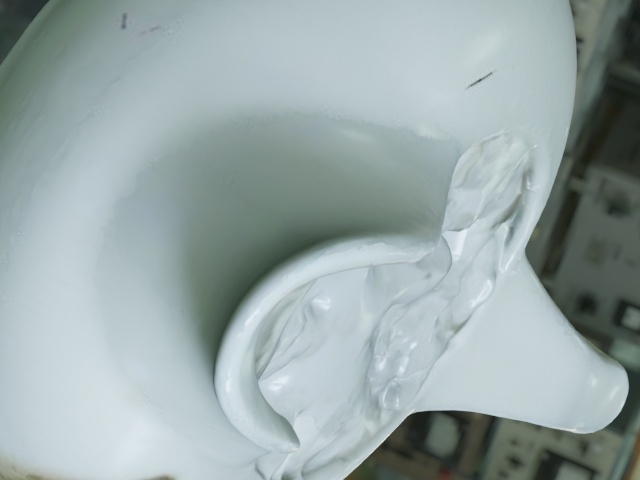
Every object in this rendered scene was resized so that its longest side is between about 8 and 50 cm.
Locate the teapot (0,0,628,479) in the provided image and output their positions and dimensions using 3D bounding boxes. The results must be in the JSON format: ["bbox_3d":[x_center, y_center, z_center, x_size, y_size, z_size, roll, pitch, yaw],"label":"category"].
[{"bbox_3d":[0.000,0.000,0.480,0.204,0.139,0.298,-60,159,10],"label":"teapot"}]
